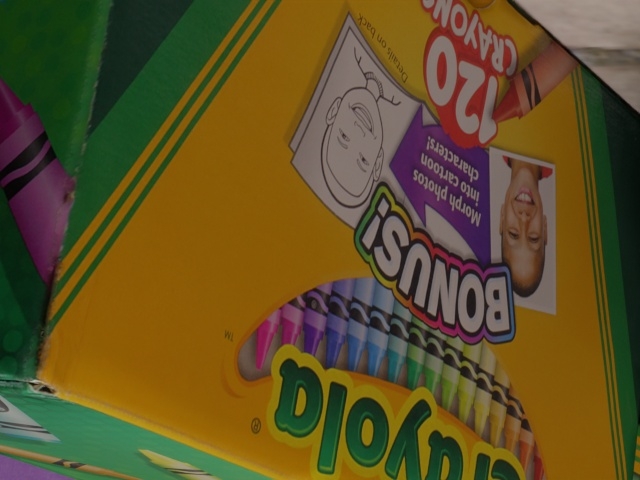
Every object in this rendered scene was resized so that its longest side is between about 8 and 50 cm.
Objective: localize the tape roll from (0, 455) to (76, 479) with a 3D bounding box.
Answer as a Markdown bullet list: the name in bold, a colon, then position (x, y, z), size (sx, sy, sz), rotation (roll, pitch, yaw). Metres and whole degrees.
- **tape roll**: position (-0.175, 0.102, 0.846), size (0.274, 0.090, 0.275), rotation (8, 164, 2)

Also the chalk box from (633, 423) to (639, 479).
- **chalk box**: position (0.103, 0.196, 0.988), size (0.289, 0.180, 0.179), rotation (0, 168, 9)

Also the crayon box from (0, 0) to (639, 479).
- **crayon box**: position (0.000, 0.000, 0.500), size (0.081, 0.165, 0.278), rotation (-4, 159, 36)
